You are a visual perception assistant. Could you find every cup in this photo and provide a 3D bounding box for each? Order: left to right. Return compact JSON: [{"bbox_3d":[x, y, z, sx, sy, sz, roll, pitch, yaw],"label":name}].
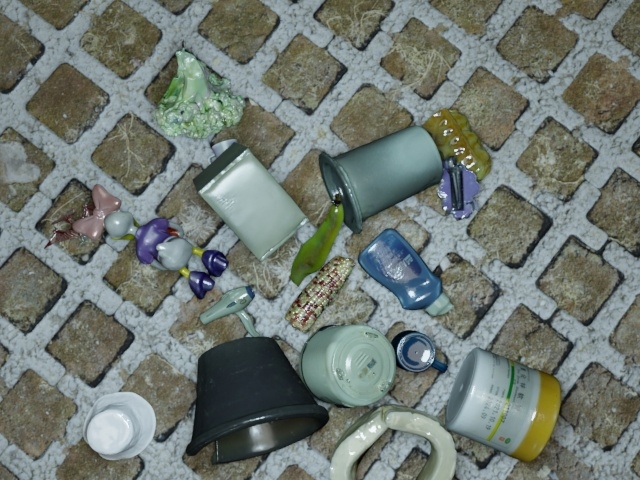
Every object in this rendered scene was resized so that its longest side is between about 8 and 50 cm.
[{"bbox_3d":[-0.272,-0.225,1.976,0.104,0.074,0.116,-19,88,22],"label":"cup"},{"bbox_3d":[0.269,0.302,1.875,0.150,0.138,0.114,0,84,0],"label":"cup"}]

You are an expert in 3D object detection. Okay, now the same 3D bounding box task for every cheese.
[{"bbox_3d":[0.193,0.591,1.834,0.292,0.153,0.332,39,85,4],"label":"cheese"}]

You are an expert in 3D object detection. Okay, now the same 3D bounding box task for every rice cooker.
[{"bbox_3d":[0.069,0.331,1.826,0.225,0.244,0.226,6,76,-27],"label":"rice cooker"}]

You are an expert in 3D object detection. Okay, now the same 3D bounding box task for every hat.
[{"bbox_3d":[-0.554,0.506,1.857,0.203,0.126,0.203,1,82,-3],"label":"hat"}]

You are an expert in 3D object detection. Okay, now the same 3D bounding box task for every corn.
[{"bbox_3d":[0.000,0.141,1.921,0.086,0.086,0.253,38,84,4],"label":"corn"}]

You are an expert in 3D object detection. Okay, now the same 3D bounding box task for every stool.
[{"bbox_3d":[-0.193,-0.109,1.823,0.170,0.269,0.244,-41,108,-4],"label":"stool"}]

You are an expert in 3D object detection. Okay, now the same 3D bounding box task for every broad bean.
[{"bbox_3d":[0.002,-0.003,1.900,0.075,0.067,0.325,17,114,-25],"label":"broad bean"}]

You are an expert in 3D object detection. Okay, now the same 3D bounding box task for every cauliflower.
[{"bbox_3d":[-0.347,-0.406,1.891,0.256,0.315,0.239,-27,65,-18],"label":"cauliflower"}]

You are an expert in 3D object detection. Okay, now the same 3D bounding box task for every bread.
[{"bbox_3d":[0.397,-0.269,1.970,0.128,0.088,0.232,-31,83,2],"label":"bread"}]

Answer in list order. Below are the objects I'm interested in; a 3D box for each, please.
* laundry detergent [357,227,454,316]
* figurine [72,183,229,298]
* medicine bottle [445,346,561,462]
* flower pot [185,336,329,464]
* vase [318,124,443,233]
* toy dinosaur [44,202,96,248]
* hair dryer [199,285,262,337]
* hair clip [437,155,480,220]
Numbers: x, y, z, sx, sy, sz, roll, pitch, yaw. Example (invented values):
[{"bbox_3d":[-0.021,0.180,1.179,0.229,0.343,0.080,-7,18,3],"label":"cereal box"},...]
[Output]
[{"bbox_3d":[0.245,0.105,1.920,0.290,0.094,0.143,44,81,5],"label":"laundry detergent"},{"bbox_3d":[-0.456,0.011,1.882,0.420,0.193,0.154,28,87,8],"label":"figurine"},{"bbox_3d":[0.475,0.428,1.811,0.231,0.238,0.238,21,84,2],"label":"medicine bottle"},{"bbox_3d":[-0.177,0.401,1.788,0.379,0.379,0.251,-16,62,-2],"label":"flower pot"},{"bbox_3d":[0.170,-0.187,1.903,0.291,0.245,0.245,-26,84,-12],"label":"vase"},{"bbox_3d":[-0.700,-0.039,1.967,0.220,0.032,0.108,-39,88,-2],"label":"toy dinosaur"},{"bbox_3d":[-0.243,0.238,1.937,0.167,0.067,0.199,-16,98,7],"label":"hair dryer"},{"bbox_3d":[0.385,-0.144,1.935,0.124,0.052,0.196,-1,116,29],"label":"hair clip"}]
